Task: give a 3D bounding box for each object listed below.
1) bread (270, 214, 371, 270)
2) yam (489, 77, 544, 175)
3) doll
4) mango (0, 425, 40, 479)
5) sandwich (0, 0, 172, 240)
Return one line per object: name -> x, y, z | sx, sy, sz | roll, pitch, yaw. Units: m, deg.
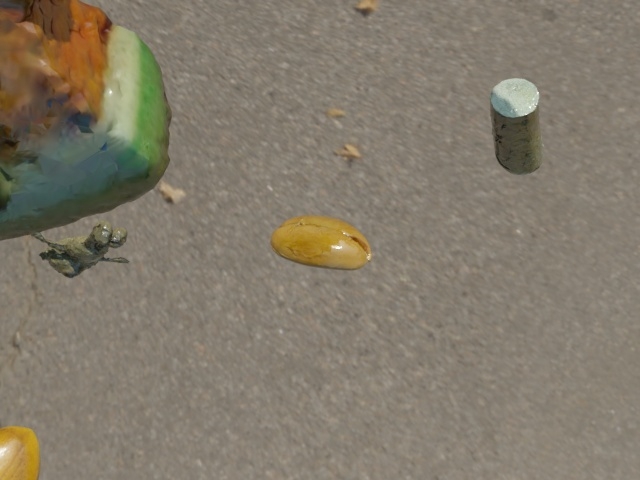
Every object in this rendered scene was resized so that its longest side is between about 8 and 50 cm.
bread -> 0.000, 0.000, 1.669 | 0.189, 0.114, 0.077 | 9, 119, 18
yam -> 0.199, -0.114, 0.945 | 0.054, 0.054, 0.132 | -36, 155, -2
doll -> -0.465, 0.019, 1.888 | 0.203, 0.286, 0.091 | 17, 69, -57
mango -> -0.495, 0.362, 1.356 | 0.141, 0.102, 0.217 | 37, 79, 4
sandwich -> -0.184, -0.089, 0.357 | 0.250, 0.162, 0.301 | -6, 138, -11
